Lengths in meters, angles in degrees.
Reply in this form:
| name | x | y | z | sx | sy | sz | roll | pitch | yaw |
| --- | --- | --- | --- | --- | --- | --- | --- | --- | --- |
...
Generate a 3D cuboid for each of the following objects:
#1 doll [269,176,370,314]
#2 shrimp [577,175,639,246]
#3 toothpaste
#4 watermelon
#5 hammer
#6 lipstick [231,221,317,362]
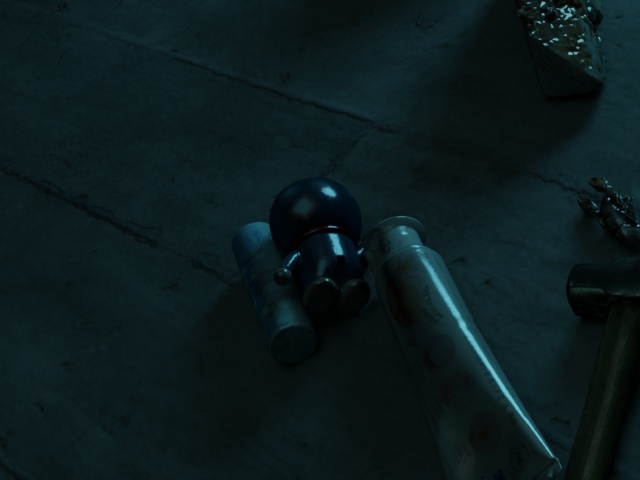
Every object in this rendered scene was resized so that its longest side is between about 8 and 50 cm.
| name | x | y | z | sx | sy | sz | roll | pitch | yaw |
| --- | --- | --- | --- | --- | --- | --- | --- | --- | --- |
| doll | 0.000 | 0.000 | 1.357 | 0.114 | 0.085 | 0.152 | 2 | 47 | -23 |
| shrimp | 0.248 | -0.029 | 1.249 | 0.029 | 0.038 | 0.092 | -2 | 28 | -29 |
| toothpaste | 0.106 | 0.100 | 1.197 | 0.100 | 0.066 | 0.323 | -46 | 37 | 21 |
| watermelon | 0.221 | -0.242 | 1.424 | 0.094 | 0.154 | 0.241 | -18 | 55 | 19 |
| hammer | 0.204 | 0.167 | 1.087 | 0.111 | 0.043 | 0.365 | -1 | 52 | 33 |
| lipstick | -0.044 | 0.047 | 1.366 | 0.048 | 0.048 | 0.158 | -30 | 40 | 6 |
